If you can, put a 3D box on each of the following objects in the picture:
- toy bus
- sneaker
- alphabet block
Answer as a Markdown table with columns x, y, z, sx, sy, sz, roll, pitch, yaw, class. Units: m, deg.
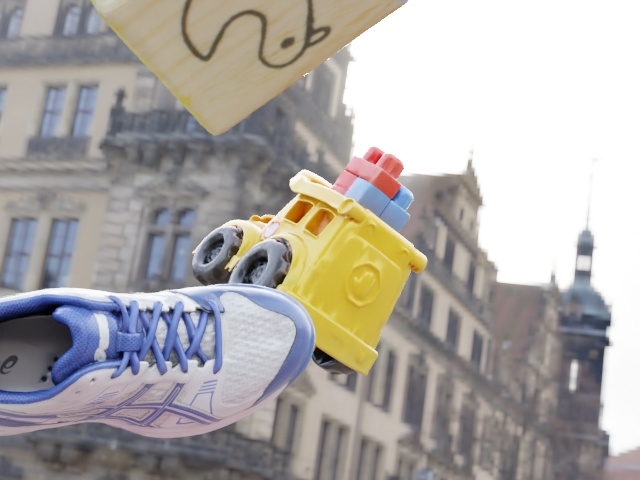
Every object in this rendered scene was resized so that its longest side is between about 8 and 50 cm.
| x | y | z | sx | sy | sz | roll | pitch | yaw | class |
| --- | --- | --- | --- | --- | --- | --- | --- | --- | --- |
| 0.000 | 0.000 | 1.263 | 0.149 | 0.211 | 0.220 | 35 | -5 | -31 | toy bus |
| -0.142 | 0.085 | 0.902 | 0.296 | 0.112 | 0.131 | -8 | -13 | -13 | sneaker |
| -0.080 | -0.239 | 1.006 | 0.197 | 0.193 | 0.192 | -35 | -36 | 6 | alphabet block |
